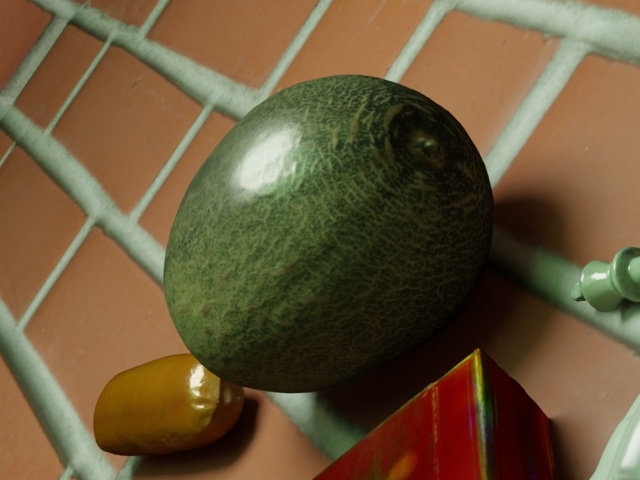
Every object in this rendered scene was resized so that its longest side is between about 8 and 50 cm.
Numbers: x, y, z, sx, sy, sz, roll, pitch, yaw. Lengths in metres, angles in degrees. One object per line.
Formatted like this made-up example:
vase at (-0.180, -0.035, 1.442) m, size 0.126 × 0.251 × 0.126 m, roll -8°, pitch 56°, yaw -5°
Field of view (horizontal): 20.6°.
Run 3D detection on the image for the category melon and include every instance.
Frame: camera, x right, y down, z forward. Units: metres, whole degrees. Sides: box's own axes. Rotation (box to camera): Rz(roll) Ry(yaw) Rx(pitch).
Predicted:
melon at (0.000, 0.000, 1.483) m, size 0.329 × 0.249 × 0.248 m, roll -36°, pitch 31°, yaw 43°

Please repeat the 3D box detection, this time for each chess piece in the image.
chess piece at (0.227, 0.024, 1.266) m, size 0.149 × 0.059 × 0.059 m, roll -27°, pitch 37°, yaw 54°

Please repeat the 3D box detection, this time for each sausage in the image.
sausage at (-0.150, 0.162, 1.738) m, size 0.238 × 0.098 × 0.098 m, roll -19°, pitch 43°, yaw 56°

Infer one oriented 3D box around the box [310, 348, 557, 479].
box at (0.027, 0.238, 1.254) m, size 0.313 × 0.089 × 0.197 m, roll -41°, pitch 15°, yaw 19°

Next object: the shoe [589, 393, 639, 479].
shoe at (0.171, 0.221, 1.044) m, size 0.160 × 0.132 × 0.363 m, roll -10°, pitch 54°, yaw 64°
